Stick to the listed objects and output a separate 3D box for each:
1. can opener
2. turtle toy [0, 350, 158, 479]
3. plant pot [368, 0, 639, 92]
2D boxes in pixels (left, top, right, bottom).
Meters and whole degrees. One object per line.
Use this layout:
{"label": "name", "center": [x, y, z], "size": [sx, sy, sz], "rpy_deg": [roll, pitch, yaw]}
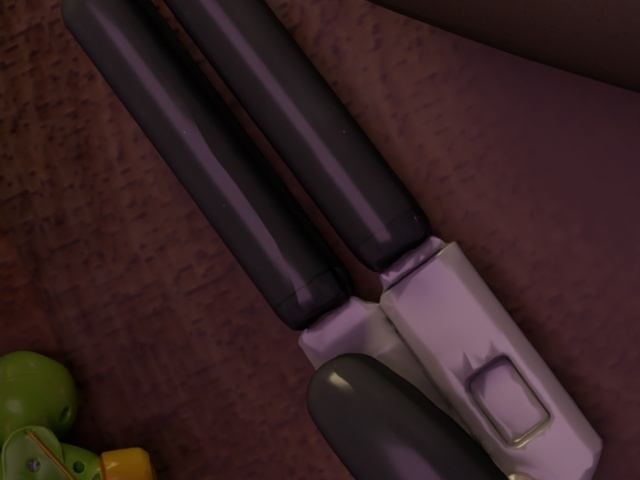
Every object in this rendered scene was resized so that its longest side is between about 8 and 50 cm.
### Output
{"label": "can opener", "center": [0.000, 0.000, 0.666], "size": [0.076, 0.095, 0.283], "rpy_deg": [-38, 86, 12]}
{"label": "turtle toy", "center": [-0.112, 0.109, 0.713], "size": [0.095, 0.066, 0.130], "rpy_deg": [-8, 89, -10]}
{"label": "plant pot", "center": [0.115, -0.149, 0.574], "size": [0.274, 0.256, 0.256], "rpy_deg": [3, 95, 28]}
